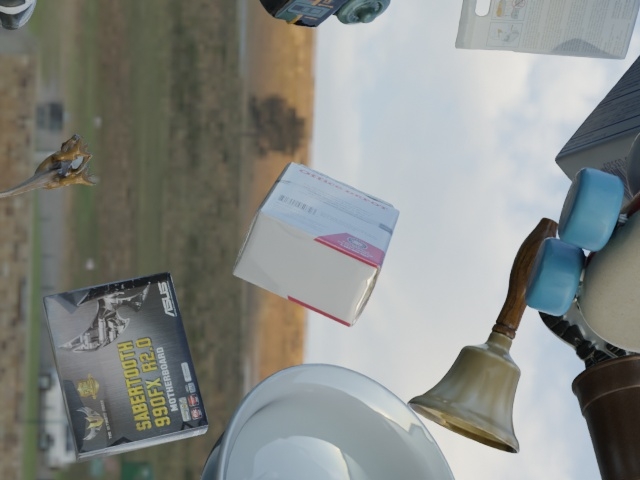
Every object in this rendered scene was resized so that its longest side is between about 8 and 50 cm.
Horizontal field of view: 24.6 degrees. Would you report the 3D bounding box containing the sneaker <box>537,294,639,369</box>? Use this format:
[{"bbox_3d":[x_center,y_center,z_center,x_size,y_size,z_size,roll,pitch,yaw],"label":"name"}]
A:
[{"bbox_3d":[0.448,0.166,2.239,0.279,0.107,0.118,56,20,14],"label":"sneaker"}]

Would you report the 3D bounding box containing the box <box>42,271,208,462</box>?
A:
[{"bbox_3d":[-0.270,0.172,2.019,0.056,0.183,0.231,119,-41,-66],"label":"box"}]

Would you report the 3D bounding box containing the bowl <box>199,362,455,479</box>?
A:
[{"bbox_3d":[-0.010,0.274,1.363,0.134,0.298,0.298,-30,-127,44],"label":"bowl"}]

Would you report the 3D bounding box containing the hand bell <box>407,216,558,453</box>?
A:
[{"bbox_3d":[0.194,0.087,1.539,0.126,0.126,0.242,141,-26,-77],"label":"hand bell"}]

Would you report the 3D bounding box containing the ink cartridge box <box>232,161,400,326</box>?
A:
[{"bbox_3d":[0.000,0.000,2.295,0.283,0.207,0.117,-63,177,-70],"label":"ink cartridge box"}]

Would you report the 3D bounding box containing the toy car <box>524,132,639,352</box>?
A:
[{"bbox_3d":[0.339,-0.032,1.409,0.210,0.219,0.238,106,2,-53],"label":"toy car"}]

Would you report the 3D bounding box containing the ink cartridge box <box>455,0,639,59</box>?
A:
[{"bbox_3d":[0.302,-0.330,1.905,0.066,0.232,0.189,-84,180,-47],"label":"ink cartridge box"}]

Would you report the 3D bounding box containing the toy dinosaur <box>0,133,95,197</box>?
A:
[{"bbox_3d":[-0.359,-0.085,1.939,0.211,0.112,0.064,-41,112,-57],"label":"toy dinosaur"}]

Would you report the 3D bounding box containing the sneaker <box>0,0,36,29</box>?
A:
[{"bbox_3d":[-0.412,-0.397,1.899,0.108,0.100,0.271,116,-29,-64],"label":"sneaker"}]

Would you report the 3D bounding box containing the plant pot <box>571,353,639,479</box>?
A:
[{"bbox_3d":[0.425,0.256,1.933,0.167,0.167,0.165,108,-18,-59],"label":"plant pot"}]

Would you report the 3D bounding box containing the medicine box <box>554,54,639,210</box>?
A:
[{"bbox_3d":[0.459,-0.162,1.693,0.289,0.149,0.263,-48,-170,-19],"label":"medicine box"}]

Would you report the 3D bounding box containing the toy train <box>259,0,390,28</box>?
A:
[{"bbox_3d":[0.061,-0.387,1.860,0.334,0.190,0.142,-34,-111,37],"label":"toy train"}]
